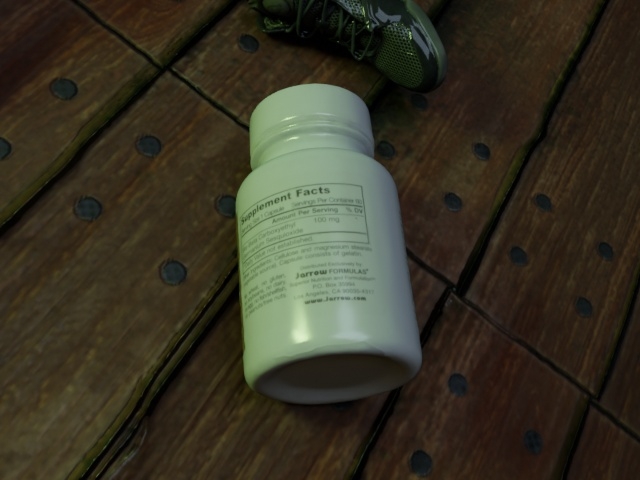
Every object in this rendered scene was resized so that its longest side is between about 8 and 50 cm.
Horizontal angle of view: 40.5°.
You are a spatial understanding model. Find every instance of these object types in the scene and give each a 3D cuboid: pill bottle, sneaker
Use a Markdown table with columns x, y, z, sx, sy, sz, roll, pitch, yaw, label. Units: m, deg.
| x | y | z | sx | sy | sz | roll | pitch | yaw | label |
| --- | --- | --- | --- | --- | --- | --- | --- | --- | --- |
| 0.000 | 0.000 | 0.676 | 0.131 | 0.131 | 0.229 | 7 | 60 | -23 | pill bottle |
| 0.014 | -0.212 | 0.836 | 0.130 | 0.087 | 0.227 | -36 | 79 | -35 | sneaker |
